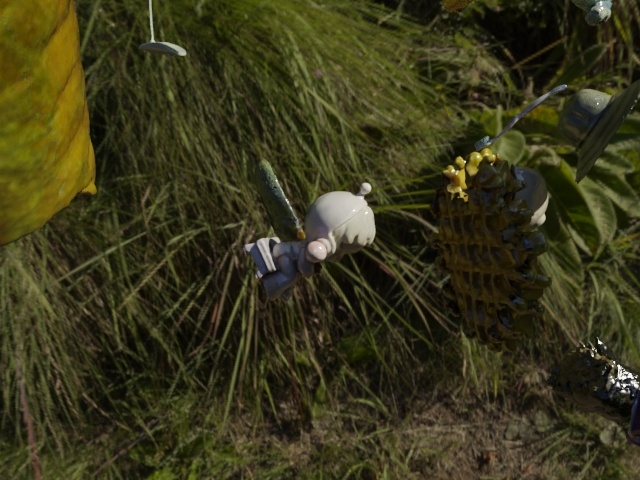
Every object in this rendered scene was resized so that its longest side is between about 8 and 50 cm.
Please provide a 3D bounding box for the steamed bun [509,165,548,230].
[{"bbox_3d":[0.437,-0.078,1.331,0.177,0.228,0.130,-12,72,22],"label":"steamed bun"}]

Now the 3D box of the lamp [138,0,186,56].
[{"bbox_3d":[-0.207,-0.336,0.731,0.056,0.198,0.050,3,12,19],"label":"lamp"}]

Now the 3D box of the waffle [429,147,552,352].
[{"bbox_3d":[0.188,0.014,0.675,0.051,0.231,0.228,-9,44,-13],"label":"waffle"}]

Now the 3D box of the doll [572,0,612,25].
[{"bbox_3d":[0.530,-0.506,1.123,0.072,0.104,0.213,-27,56,54],"label":"doll"}]

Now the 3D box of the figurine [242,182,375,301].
[{"bbox_3d":[-0.003,-0.008,1.049,0.257,0.182,0.144,-30,67,10],"label":"figurine"}]

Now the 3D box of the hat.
[{"bbox_3d":[0.554,-0.251,1.190,0.110,0.252,0.252,32,56,13],"label":"hat"}]

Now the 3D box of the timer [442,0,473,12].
[{"bbox_3d":[0.210,-0.402,0.845,0.107,0.107,0.109,-36,9,-23],"label":"timer"}]

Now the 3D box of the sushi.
[{"bbox_3d":[0.559,0.275,1.161,0.115,0.212,0.147,36,89,-2],"label":"sushi"}]

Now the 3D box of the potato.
[{"bbox_3d":[-0.094,-0.073,1.198,0.054,0.197,0.119,-26,5,-6],"label":"potato"}]

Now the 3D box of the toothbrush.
[{"bbox_3d":[0.518,-0.320,1.496,0.269,0.027,0.021,-36,28,17],"label":"toothbrush"}]

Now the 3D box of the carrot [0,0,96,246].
[{"bbox_3d":[-0.274,-0.101,0.352,0.242,0.340,0.241,8,49,-9],"label":"carrot"}]

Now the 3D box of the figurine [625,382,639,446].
[{"bbox_3d":[0.416,0.190,0.601,0.156,0.114,0.094,17,53,33],"label":"figurine"}]
